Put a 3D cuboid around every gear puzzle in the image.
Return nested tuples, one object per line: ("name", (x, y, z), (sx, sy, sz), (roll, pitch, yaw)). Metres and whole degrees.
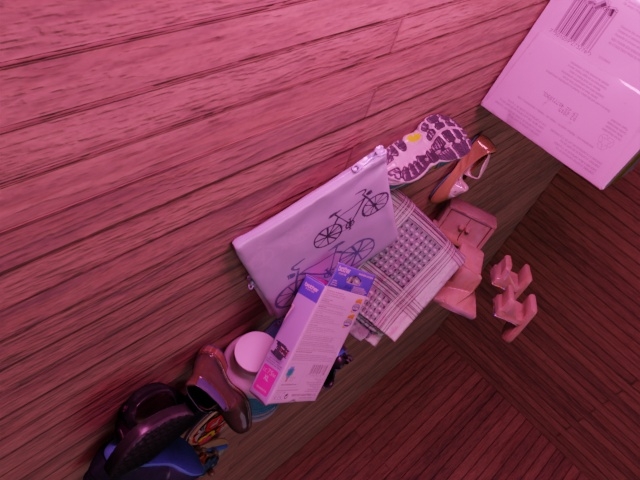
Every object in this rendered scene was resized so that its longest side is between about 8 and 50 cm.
("gear puzzle", (-0.389, 0.631, 1.541), (0.175, 0.044, 0.339), (-43, 151, -4))

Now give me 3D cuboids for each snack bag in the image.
("snack bag", (0.000, 0.000, 1.086), (0.323, 0.037, 0.342), (-33, 151, -7))

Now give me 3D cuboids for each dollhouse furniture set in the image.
("dollhouse furniture set", (0.366, 0.091, 1.624), (0.394, 0.362, 0.256), (-69, -175, -54))

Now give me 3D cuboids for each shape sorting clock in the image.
("shape sorting clock", (-0.365, 0.649, 1.685), (0.206, 0.040, 0.206), (-32, 148, -23))

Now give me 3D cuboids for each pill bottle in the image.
("pill bottle", (-0.150, 0.302, 1.287), (0.146, 0.146, 0.264), (-35, 158, -28))

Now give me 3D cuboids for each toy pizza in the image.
("toy pizza", (-0.282, 0.497, 1.569), (0.201, 0.032, 0.201), (-39, 159, -18))

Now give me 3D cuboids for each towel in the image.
("towel", (0.145, 0.075, 1.310), (0.324, 0.056, 0.312), (-46, 122, 5))

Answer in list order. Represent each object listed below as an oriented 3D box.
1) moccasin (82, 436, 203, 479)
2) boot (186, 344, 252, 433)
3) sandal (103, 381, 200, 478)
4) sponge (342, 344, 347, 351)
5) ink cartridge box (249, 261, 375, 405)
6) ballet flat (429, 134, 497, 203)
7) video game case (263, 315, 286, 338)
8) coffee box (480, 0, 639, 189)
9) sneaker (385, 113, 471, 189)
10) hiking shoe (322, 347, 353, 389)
("moccasin", (-0.385, 0.485, 1.249), (0.117, 0.137, 0.342), (-41, 146, -1))
("boot", (-0.207, 0.327, 1.144), (0.082, 0.219, 0.106), (-15, -158, 18))
("sandal", (-0.325, 0.350, 1.135), (0.167, 0.107, 0.446), (-46, 173, -3))
("sponge", (0.053, 0.463, 2.161), (0.117, 0.031, 0.210), (-40, 159, -14))
("ink cartridge box", (-0.010, 0.186, 1.175), (0.186, 0.065, 0.311), (22, 98, -57))
("ballet flat", (0.379, -0.171, 1.520), (0.080, 0.073, 0.232), (-15, 144, -54))
("video game case", (-0.008, 0.185, 1.468), (0.269, 0.061, 0.244), (-46, 159, 1))
("coffee box", (0.644, -0.363, 1.285), (0.334, 0.338, 0.338), (-21, 148, -50))
("sneaker", (0.197, -0.174, 1.165), (0.275, 0.107, 0.110), (-27, 172, -31))
("hiking shoe", (-0.036, 0.333, 1.421), (0.113, 0.132, 0.304), (-23, 153, -41))
